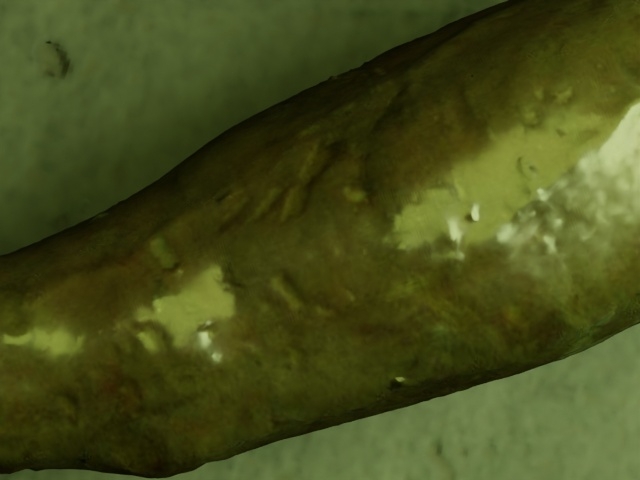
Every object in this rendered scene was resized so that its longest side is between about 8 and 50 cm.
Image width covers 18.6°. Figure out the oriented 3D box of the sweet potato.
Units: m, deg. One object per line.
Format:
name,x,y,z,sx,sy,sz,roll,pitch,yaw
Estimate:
sweet potato,-0.002,0.004,0.680,0.423,0.130,0.130,-18,84,-5
